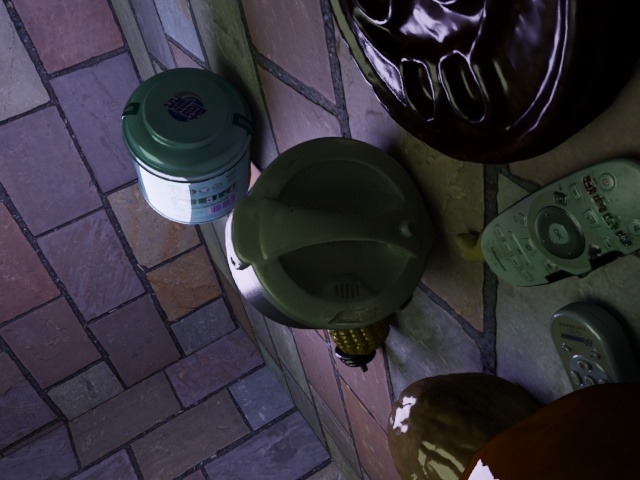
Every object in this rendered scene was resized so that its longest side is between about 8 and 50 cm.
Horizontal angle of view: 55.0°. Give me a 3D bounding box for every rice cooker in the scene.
[{"bbox_3d":[0.001,-0.002,0.923,0.288,0.288,0.277,62,165,1],"label":"rice cooker"}]

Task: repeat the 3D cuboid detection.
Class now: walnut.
[{"bbox_3d":[0.219,0.300,0.872,0.261,0.225,0.225,23,139,46],"label":"walnut"}]

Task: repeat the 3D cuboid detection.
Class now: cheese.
[{"bbox_3d":[0.199,0.005,0.773,0.044,0.030,0.083,56,169,-1],"label":"cheese"}]

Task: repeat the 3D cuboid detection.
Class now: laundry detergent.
[{"bbox_3d":[-0.301,-0.224,1.431,0.287,0.287,0.305,57,163,15],"label":"laundry detergent"}]

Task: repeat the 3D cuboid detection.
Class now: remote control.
[{"bbox_3d":[0.319,0.176,0.663,0.244,0.047,0.087,65,159,-9],"label":"remote control"},{"bbox_3d":[0.241,-0.010,0.609,0.097,0.045,0.256,60,160,3],"label":"remote control"}]

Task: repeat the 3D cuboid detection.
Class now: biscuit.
[{"bbox_3d":[0.105,-0.253,0.554,0.407,0.091,0.407,52,161,27],"label":"biscuit"}]

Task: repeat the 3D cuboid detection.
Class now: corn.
[{"bbox_3d":[0.035,0.058,1.171,0.131,0.131,0.345,23,136,64],"label":"corn"}]

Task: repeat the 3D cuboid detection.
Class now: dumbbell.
[{"bbox_3d":[0.066,0.199,1.342,0.099,0.099,0.209,24,138,64],"label":"dumbbell"}]

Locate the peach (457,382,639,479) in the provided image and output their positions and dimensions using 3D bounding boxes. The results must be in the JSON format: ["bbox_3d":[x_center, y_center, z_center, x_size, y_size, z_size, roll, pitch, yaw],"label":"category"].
[{"bbox_3d":[0.256,0.297,0.517,0.342,0.301,0.343,26,131,34],"label":"peach"}]
